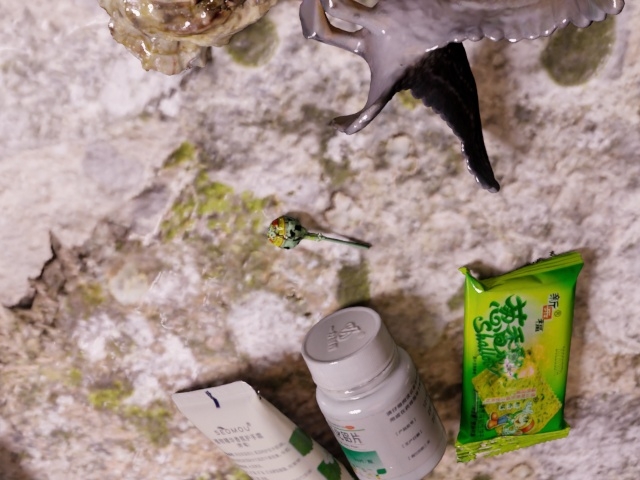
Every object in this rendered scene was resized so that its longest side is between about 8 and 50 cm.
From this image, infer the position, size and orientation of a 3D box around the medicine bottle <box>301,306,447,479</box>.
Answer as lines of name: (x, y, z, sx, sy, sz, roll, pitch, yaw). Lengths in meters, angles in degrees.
medicine bottle: (0.040, 0.120, 0.870, 0.080, 0.080, 0.130, -26, 118, 3)

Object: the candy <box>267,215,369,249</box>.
candy: (0.000, 0.000, 0.835, 0.083, 0.025, 0.023, 13, 96, -24)

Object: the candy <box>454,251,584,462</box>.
candy: (0.158, 0.096, 0.907, 0.102, 0.032, 0.178, -6, 118, -8)

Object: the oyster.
oyster: (-0.070, -0.175, 0.717, 0.165, 0.053, 0.108, -32, 108, 14)

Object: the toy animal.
toy animal: (0.070, -0.151, 0.686, 0.160, 0.272, 0.197, -9, 76, -20)

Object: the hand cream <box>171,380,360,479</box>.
hand cream: (-0.002, 0.200, 0.913, 0.095, 0.059, 0.276, -16, 128, 42)
